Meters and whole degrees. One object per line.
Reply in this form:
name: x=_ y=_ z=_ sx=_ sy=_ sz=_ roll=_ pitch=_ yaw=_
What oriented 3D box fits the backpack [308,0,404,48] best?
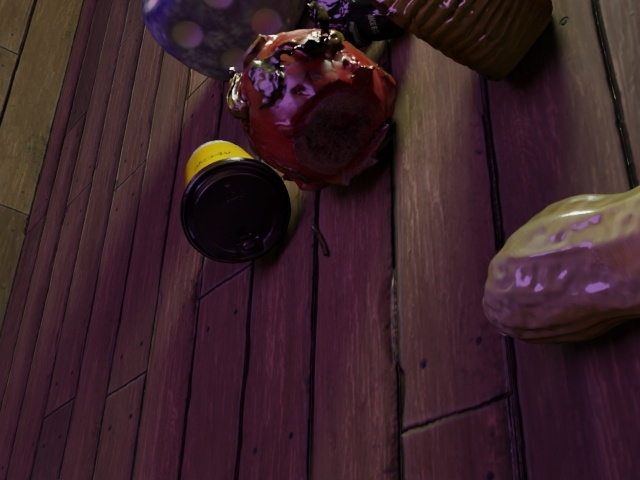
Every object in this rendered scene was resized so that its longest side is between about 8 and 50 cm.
backpack: x=0.066 y=-0.378 z=1.423 sx=0.165 sy=0.120 sz=0.105 roll=6 pitch=80 yaw=29

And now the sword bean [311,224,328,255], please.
sword bean: x=0.000 y=0.000 z=1.396 sx=0.012 sy=0.012 sz=0.083 roll=-53 pitch=32 yaw=20

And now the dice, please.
dice: x=-0.203 y=-0.529 z=1.809 sx=0.271 sy=0.270 sz=0.270 roll=-42 pitch=38 yaw=34

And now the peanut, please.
peanut: x=0.295 y=0.012 z=0.823 sx=0.313 sy=0.149 sz=0.149 roll=-27 pitch=48 yaw=46

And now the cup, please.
cup: x=-0.168 y=-0.086 z=1.555 sx=0.196 sy=0.196 sz=0.279 roll=-58 pitch=24 yaw=13

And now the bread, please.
bread: x=0.180 y=-0.331 z=1.114 sx=0.142 sy=0.253 sz=0.227 roll=-55 pitch=29 yaw=23

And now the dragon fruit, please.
dragon fruit: x=-0.027 y=-0.230 z=1.366 sx=0.250 sy=0.269 sz=0.291 roll=-49 pitch=37 yaw=10
